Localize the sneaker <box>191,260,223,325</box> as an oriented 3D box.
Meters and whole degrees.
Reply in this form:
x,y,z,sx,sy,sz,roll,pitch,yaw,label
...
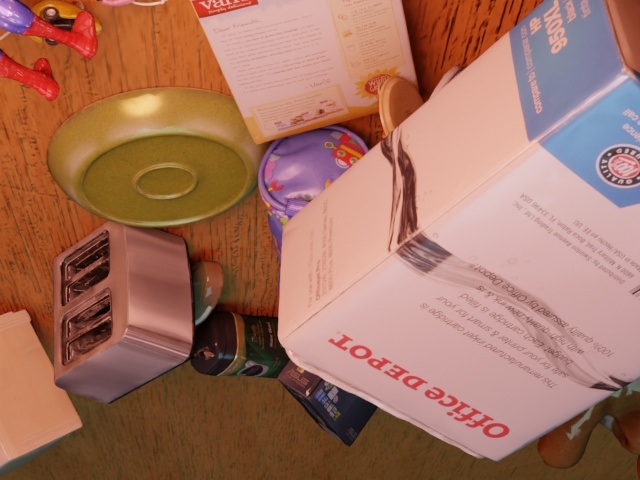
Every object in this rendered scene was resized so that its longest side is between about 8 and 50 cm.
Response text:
x,y,z,sx,sy,sz,roll,pitch,yaw,label
-0.200,0.081,1.435,0.086,0.064,0.192,4,152,-33,sneaker

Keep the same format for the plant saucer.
x,y,z,sx,sy,sz,roll,pitch,yaw,label
-0.164,-0.074,1.195,0.241,0.037,0.241,-7,151,-4,plant saucer

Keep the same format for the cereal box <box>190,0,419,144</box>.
x,y,z,sx,sy,sz,roll,pitch,yaw,label
-0.009,-0.186,1.026,0.173,0.047,0.240,-13,151,4,cereal box

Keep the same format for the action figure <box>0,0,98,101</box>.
x,y,z,sx,sy,sz,roll,pitch,yaw,label
-0.309,-0.210,0.837,0.091,0.139,0.280,-42,144,24,action figure

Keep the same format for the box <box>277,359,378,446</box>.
x,y,z,sx,sy,sz,roll,pitch,yaw,label
0.046,0.166,1.564,0.059,0.183,0.232,30,165,26,box

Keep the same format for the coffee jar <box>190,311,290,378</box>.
x,y,z,sx,sy,sz,roll,pitch,yaw,label
-0.084,0.147,1.576,0.184,0.079,0.096,7,150,-29,coffee jar

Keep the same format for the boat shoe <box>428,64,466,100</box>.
x,y,z,sx,sy,sz,roll,pitch,yaw,label
0.154,-0.012,1.222,0.156,0.136,0.367,30,137,12,boat shoe

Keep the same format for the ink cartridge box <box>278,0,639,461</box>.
x,y,z,sx,sy,sz,roll,pitch,yaw,label
0.191,-0.001,1.006,0.285,0.166,0.395,32,127,-27,ink cartridge box

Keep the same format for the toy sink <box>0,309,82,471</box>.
x,y,z,sx,sy,sz,roll,pitch,yaw,label
-0.432,0.178,1.448,0.153,0.234,0.131,-36,172,38,toy sink

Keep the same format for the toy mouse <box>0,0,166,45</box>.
x,y,z,sx,sy,sz,roll,pitch,yaw,label
-0.208,-0.216,0.928,0.161,0.031,0.143,-6,152,-7,toy mouse

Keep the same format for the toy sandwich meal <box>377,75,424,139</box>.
x,y,z,sx,sy,sz,roll,pitch,yaw,label
0.072,-0.113,1.065,0.029,0.085,0.085,-11,155,36,toy sandwich meal

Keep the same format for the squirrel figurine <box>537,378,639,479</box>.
x,y,z,sx,sy,sz,roll,pitch,yaw,label
0.355,0.132,1.562,0.370,0.281,0.397,12,132,-16,squirrel figurine

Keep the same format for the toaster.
x,y,z,sx,sy,sz,roll,pitch,yaw,label
-0.227,0.081,1.320,0.186,0.168,0.110,-29,145,33,toaster

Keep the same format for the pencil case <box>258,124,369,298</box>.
x,y,z,sx,sy,sz,roll,pitch,yaw,label
0.000,0.000,1.284,0.119,0.133,0.306,11,152,8,pencil case
